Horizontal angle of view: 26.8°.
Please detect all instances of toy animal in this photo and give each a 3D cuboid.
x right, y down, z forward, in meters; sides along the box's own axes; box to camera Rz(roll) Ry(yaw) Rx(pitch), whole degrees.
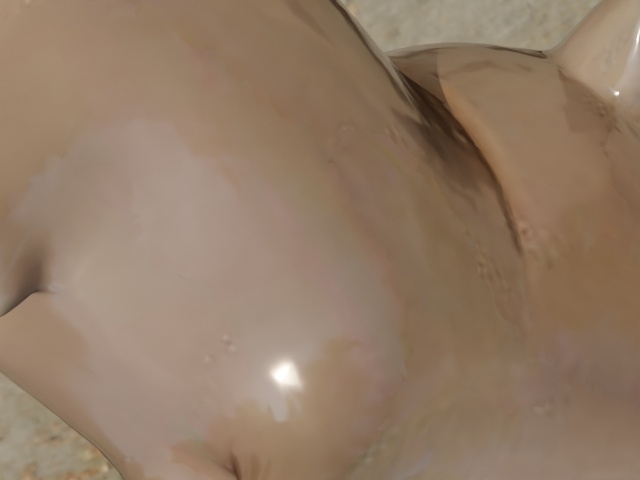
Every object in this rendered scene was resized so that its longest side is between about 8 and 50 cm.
[{"bbox_3d":[0.000,0.000,0.474,0.326,0.269,0.237,46,142,-22],"label":"toy animal"}]
